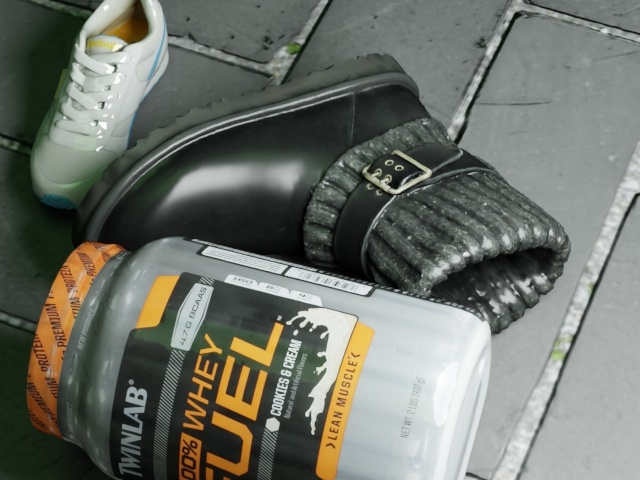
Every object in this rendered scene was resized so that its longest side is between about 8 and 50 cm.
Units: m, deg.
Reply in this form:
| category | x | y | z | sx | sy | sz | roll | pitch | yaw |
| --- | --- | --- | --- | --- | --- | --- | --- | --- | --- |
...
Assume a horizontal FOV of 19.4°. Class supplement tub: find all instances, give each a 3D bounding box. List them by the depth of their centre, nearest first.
| category | x | y | z | sx | sy | sz | roll | pitch | yaw |
| --- | --- | --- | --- | --- | --- | --- | --- | --- | --- |
| supplement tub | -0.044 | 0.109 | 1.392 | 0.316 | 0.193 | 0.193 | 13 | 54 | 12 |

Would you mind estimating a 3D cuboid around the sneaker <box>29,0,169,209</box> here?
| category | x | y | z | sx | sy | sz | roll | pitch | yaw |
| --- | --- | --- | --- | --- | --- | --- | --- | --- | --- |
| sneaker | -0.198 | -0.127 | 1.638 | 0.087 | 0.092 | 0.228 | 12 | 55 | 8 |

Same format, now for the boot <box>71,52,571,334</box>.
| category | x | y | z | sx | sy | sz | roll | pitch | yaw |
| --- | --- | --- | --- | --- | --- | --- | --- | --- | --- |
| boot | 0.001 | -0.003 | 1.514 | 0.348 | 0.131 | 0.260 | -26 | 57 | -18 |
